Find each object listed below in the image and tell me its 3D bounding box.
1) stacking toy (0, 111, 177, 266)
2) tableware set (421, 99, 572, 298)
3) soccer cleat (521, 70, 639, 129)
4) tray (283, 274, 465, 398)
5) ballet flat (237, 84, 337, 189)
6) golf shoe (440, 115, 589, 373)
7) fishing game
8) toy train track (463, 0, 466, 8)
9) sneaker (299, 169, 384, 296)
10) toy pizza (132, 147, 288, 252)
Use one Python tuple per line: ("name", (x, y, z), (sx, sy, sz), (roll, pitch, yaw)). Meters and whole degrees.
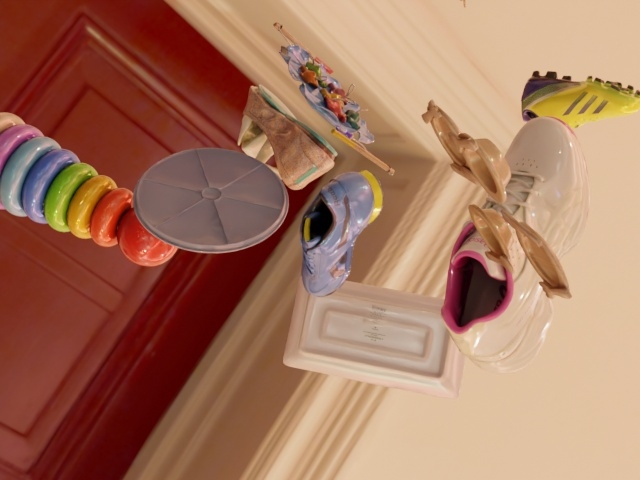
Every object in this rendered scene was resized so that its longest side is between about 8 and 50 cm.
("stacking toy", (-0.348, -0.063, 1.216), (0.141, 0.330, 0.141), (-62, 169, -21))
("tableware set", (0.124, -0.029, 0.622), (0.020, 0.169, 0.141), (-31, -164, -2))
("soccer cleat", (0.496, -0.255, 1.618), (0.289, 0.093, 0.121), (28, -71, 58))
("tray", (0.083, 0.140, 1.255), (0.270, 0.030, 0.145), (10, -98, 12))
("ballet flat", (-0.078, -0.168, 1.369), (0.106, 0.107, 0.316), (-47, -150, 5))
("golf shoe", (0.216, -0.008, 0.941), (0.115, 0.140, 0.306), (7, -104, 39))
("fishing game", (0.016, -0.212, 1.182), (0.041, 0.189, 0.264), (-41, -136, 19))
("toy train track", (0.273, -0.472, 1.609), (0.014, 0.048, 0.083), (3, -151, 20))
("sneaker", (0.000, 0.000, 0.964), (0.069, 0.082, 0.209), (56, -34, 24))
("toy pizza", (-0.142, -0.050, 1.102), (0.201, 0.201, 0.032), (-84, -178, -46))
